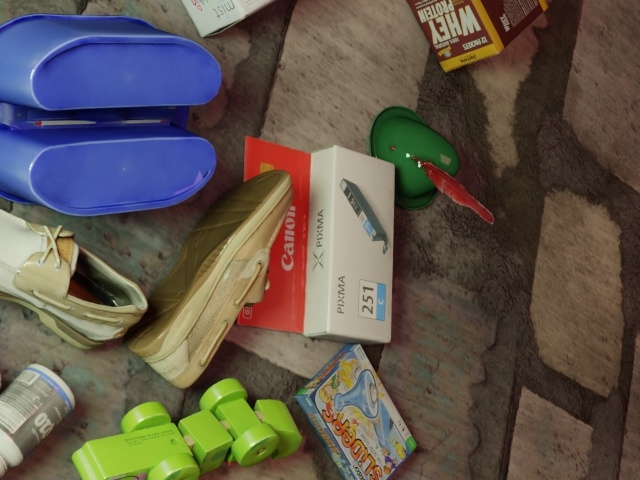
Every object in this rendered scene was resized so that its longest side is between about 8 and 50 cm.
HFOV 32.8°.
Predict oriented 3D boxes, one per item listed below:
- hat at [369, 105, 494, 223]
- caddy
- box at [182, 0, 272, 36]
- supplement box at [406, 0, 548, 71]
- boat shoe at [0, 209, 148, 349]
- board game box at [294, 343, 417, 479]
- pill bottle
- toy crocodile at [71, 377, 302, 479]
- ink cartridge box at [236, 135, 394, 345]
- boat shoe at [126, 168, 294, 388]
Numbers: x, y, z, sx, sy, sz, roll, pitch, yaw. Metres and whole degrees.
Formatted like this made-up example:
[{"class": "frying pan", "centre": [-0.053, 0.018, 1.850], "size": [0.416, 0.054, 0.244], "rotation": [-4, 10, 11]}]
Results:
[{"class": "hat", "centre": [0.208, -0.143, 1.794], "size": [0.173, 0.184, 0.208], "rotation": [-43, 110, -38]}, {"class": "caddy", "centre": [-0.287, -0.160, 1.377], "size": [0.341, 0.179, 0.241], "rotation": [-8, 111, -42]}, {"class": "box", "centre": [-0.108, -0.466, 1.607], "size": [0.262, 0.127, 0.231], "rotation": [-40, 108, -33]}, {"class": "supplement box", "centre": [0.272, -0.440, 1.944], "size": [0.194, 0.129, 0.191], "rotation": [-44, 111, -38]}, {"class": "boat shoe", "centre": [-0.334, 0.025, 1.304], "size": [0.302, 0.103, 0.113], "rotation": [39, 36, -43]}, {"class": "board game box", "centre": [0.057, 0.280, 1.681], "size": [0.136, 0.035, 0.201], "rotation": [-42, 109, -38]}, {"class": "pill bottle", "centre": [-0.365, 0.219, 1.296], "size": [0.137, 0.078, 0.078], "rotation": [-49, 113, -35]}, {"class": "toy crocodile", "centre": [-0.167, 0.274, 1.450], "size": [0.341, 0.105, 0.115], "rotation": [-11, 47, -41]}, {"class": "ink cartridge box", "centre": [0.000, 0.000, 1.666], "size": [0.261, 0.066, 0.296], "rotation": [13, 73, -40]}, {"class": "boat shoe", "centre": [-0.133, 0.047, 1.515], "size": [0.110, 0.122, 0.341], "rotation": [49, 64, -29]}]
